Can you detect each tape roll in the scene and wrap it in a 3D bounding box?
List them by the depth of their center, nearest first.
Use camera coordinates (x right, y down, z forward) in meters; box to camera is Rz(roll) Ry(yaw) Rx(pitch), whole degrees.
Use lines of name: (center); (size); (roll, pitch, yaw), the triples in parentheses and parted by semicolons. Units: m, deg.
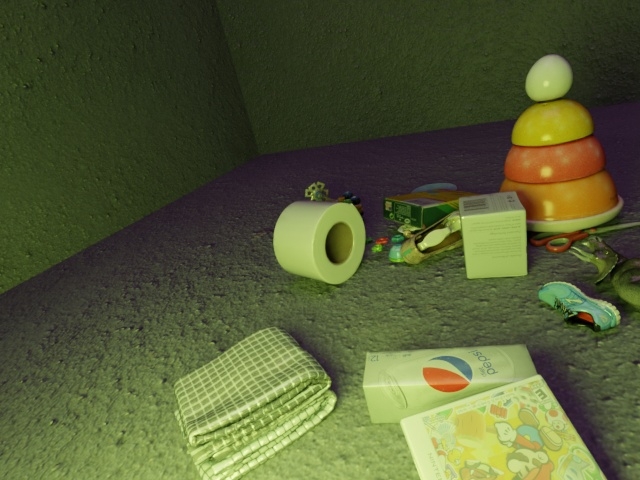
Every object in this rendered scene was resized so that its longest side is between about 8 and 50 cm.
tape roll: (0.000, 0.000, 1.234); (0.169, 0.246, 0.246); (8, 31, 43)

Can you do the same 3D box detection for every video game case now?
video game case: (0.252, 0.313, 0.542); (0.226, 0.026, 0.206); (-16, 51, -4)

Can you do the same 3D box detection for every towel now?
towel: (-0.142, 0.300, 0.791); (0.283, 0.121, 0.235); (-25, 25, -23)

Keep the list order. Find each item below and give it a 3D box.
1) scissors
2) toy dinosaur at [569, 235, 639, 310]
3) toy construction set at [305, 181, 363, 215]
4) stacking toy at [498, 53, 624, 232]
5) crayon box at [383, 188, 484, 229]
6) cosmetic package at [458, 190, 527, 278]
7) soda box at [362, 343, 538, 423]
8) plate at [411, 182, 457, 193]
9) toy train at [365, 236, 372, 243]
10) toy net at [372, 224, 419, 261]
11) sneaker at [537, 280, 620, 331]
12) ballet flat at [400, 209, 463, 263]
scissors: (0.753, -0.027, 1.148); (0.297, 0.021, 0.109); (-18, 22, -5)
toy dinosaur: (0.684, 0.096, 0.832); (0.160, 0.121, 0.313); (-22, 26, 11)
toy construction set: (0.054, -0.131, 1.644); (0.215, 0.151, 0.328); (-17, 34, -7)
stacking toy: (0.682, -0.290, 1.181); (0.350, 0.480, 0.350); (-11, 18, 4)
crayon box: (0.409, -0.121, 1.430); (0.318, 0.081, 0.202); (-12, 19, -28)
cosmetic package: (0.461, -0.016, 1.082); (0.151, 0.184, 0.151); (-6, 24, 19)
soda box: (0.224, 0.256, 0.712); (0.286, 0.098, 0.091); (-7, 24, 15)
plate: (0.478, -0.201, 1.695); (0.188, 0.024, 0.188); (-12, 22, 5)
toy train: (0.145, 0.008, 1.421); (0.083, 0.017, 0.024); (-17, 34, -7)
toy net: (0.265, -0.001, 1.343); (0.122, 0.045, 0.232); (0, 25, 33)
sneaker: (0.530, 0.140, 0.848); (0.073, 0.063, 0.162); (-26, 25, -18)
ballet flat: (0.388, -0.022, 1.222); (0.316, 0.108, 0.106); (-30, -15, -18)
